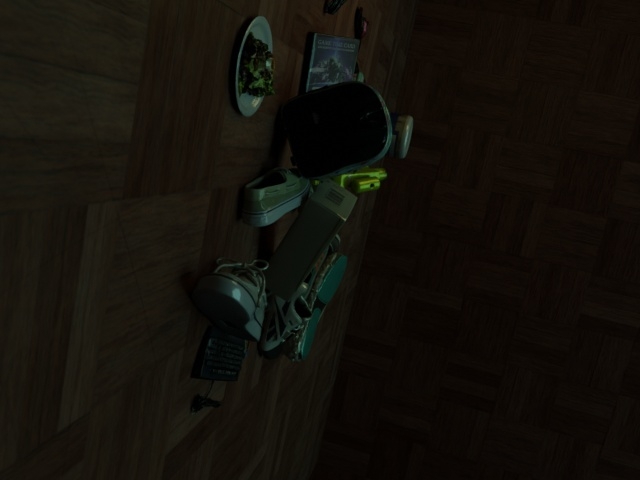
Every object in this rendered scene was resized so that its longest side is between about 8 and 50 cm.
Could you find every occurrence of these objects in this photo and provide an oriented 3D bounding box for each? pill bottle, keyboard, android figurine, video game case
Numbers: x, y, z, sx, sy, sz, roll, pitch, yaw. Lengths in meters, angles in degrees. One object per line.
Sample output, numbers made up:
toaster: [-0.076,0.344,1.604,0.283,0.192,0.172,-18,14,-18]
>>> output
pill bottle: [0.186,-0.389,2.196,0.153,0.264,0.153,12,90,-80]
keyboard: [-0.246,0.322,1.505,0.317,0.033,0.202,59,46,-74]
android figurine: [0.067,-0.203,1.917,0.272,0.248,0.056,-12,116,-36]
video game case: [0.019,-0.426,1.715,0.196,0.026,0.274,-13,119,-48]

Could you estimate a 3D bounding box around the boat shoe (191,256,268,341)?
boat shoe: [-0.169,0.104,1.341,0.367,0.135,0.157,76,30,-67]

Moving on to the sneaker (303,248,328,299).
sneaker: [-0.045,0.056,1.989,0.121,0.108,0.302,66,40,-78]

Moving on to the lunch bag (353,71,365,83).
lunch bag: [0.074,-0.408,2.016,0.224,0.107,0.279,63,42,-73]

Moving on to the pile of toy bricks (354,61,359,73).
pile of toy bricks: [0.044,-0.479,1.835,0.118,0.105,0.212,-27,128,-15]

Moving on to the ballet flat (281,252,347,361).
ballet flat: [-0.045,0.204,2.088,0.147,0.146,0.409,76,36,-67]

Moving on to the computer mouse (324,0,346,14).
computer mouse: [0.079,-0.703,1.601,0.184,0.060,0.262,-44,164,-5]

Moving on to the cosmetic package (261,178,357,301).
cosmetic package: [-0.037,-0.002,1.655,0.309,0.113,0.160,-56,-178,32]

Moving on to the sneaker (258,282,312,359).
sneaker: [-0.101,0.246,1.854,0.122,0.146,0.331,-65,166,-51]

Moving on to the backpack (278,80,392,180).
backpack: [0.053,-0.278,1.555,0.191,0.253,0.225,-21,94,-72]

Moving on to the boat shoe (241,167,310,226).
boat shoe: [-0.099,-0.127,1.505,0.302,0.109,0.094,-52,150,-60]

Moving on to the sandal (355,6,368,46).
sandal: [0.146,-0.734,2.153,0.179,0.040,0.067,87,20,-56]

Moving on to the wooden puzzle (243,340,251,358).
wooden puzzle: [-0.199,0.270,1.722,0.079,0.014,0.116,-63,163,-50]

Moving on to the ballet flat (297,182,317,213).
ballet flat: [-0.034,-0.149,1.950,0.206,0.073,0.067,-63,136,-59]

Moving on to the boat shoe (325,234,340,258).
boat shoe: [0.004,0.043,2.213,0.324,0.116,0.097,90,14,-71]

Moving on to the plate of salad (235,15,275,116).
plate of salad: [-0.124,-0.348,1.250,0.200,0.048,0.200,14,90,-79]
